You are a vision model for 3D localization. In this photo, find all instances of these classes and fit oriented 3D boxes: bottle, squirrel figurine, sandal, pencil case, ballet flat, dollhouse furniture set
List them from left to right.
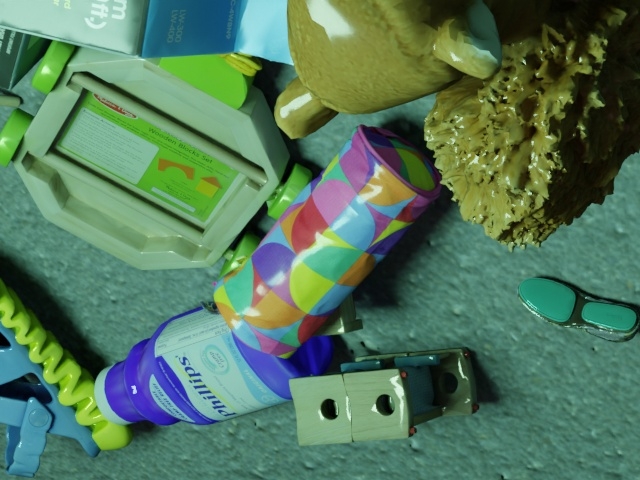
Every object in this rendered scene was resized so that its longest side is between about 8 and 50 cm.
[{"bbox_3d":[-0.342,0.134,2.057,0.317,0.138,0.126,51,178,-13],"label":"sandal"},{"bbox_3d":[-0.118,0.127,1.964,0.283,0.092,0.118,-20,116,42],"label":"bottle"},{"bbox_3d":[0.000,0.000,1.717,0.104,0.104,0.236,42,113,-8],"label":"pencil case"},{"bbox_3d":[0.052,0.088,1.828,0.129,0.129,0.184,-8,93,34],"label":"dollhouse furniture set"},{"bbox_3d":[0.131,-0.178,1.327,0.281,0.370,0.397,-12,121,38],"label":"squirrel figurine"},{"bbox_3d":[0.230,0.066,1.734,0.114,0.041,0.041,18,135,19],"label":"ballet flat"}]

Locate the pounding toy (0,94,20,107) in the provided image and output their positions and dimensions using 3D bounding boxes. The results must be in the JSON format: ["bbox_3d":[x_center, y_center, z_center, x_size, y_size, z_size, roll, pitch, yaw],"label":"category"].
[{"bbox_3d":[-0.390,-0.155,1.868,0.100,0.130,0.141,6,131,44],"label":"pounding toy"}]

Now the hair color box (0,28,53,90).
[{"bbox_3d":[-0.389,-0.314,1.722,0.374,0.113,0.185,31,138,5],"label":"hair color box"}]

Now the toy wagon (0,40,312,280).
[{"bbox_3d":[-0.139,-0.095,1.773,0.267,0.068,0.344,28,138,-10],"label":"toy wagon"}]

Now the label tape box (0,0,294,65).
[{"bbox_3d":[-0.162,-0.281,1.517,0.347,0.115,0.249,14,107,13],"label":"label tape box"}]
